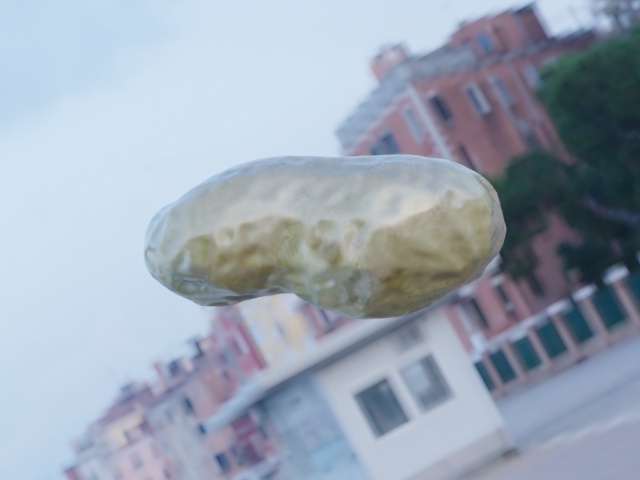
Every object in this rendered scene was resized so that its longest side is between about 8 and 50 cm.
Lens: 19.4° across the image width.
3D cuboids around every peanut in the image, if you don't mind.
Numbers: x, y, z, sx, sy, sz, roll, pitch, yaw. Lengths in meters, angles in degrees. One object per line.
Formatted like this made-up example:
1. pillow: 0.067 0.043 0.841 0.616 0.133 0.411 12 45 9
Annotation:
1. peanut: 0.000 0.000 0.886 0.174 0.080 0.080 -2 -1 10
